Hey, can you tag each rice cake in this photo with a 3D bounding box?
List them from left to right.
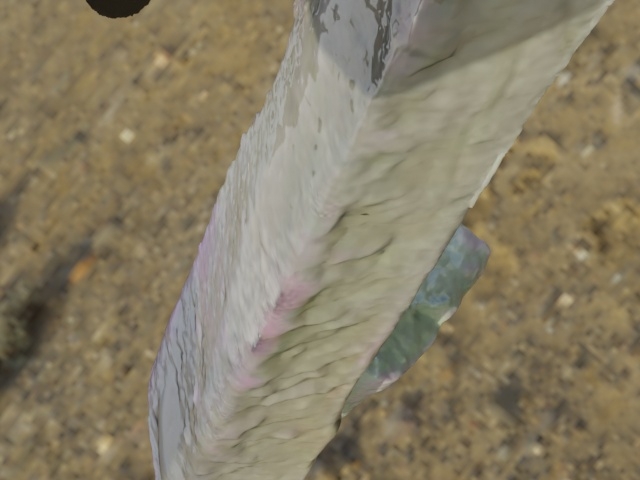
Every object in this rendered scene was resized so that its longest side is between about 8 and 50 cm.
[{"bbox_3d":[0.001,0.000,0.525,0.399,0.064,0.070,117,144,-60],"label":"rice cake"},{"bbox_3d":[0.004,0.055,0.734,0.080,0.042,0.222,-52,3,-27],"label":"rice cake"}]

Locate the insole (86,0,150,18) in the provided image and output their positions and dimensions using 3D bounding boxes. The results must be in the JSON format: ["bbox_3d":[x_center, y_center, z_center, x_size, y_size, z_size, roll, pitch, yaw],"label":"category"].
[{"bbox_3d":[-0.081,-0.203,0.669,0.003,0.232,0.080,19,26,32],"label":"insole"}]
